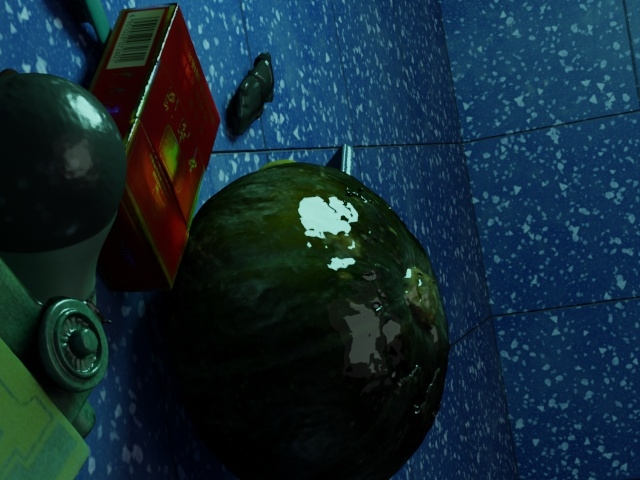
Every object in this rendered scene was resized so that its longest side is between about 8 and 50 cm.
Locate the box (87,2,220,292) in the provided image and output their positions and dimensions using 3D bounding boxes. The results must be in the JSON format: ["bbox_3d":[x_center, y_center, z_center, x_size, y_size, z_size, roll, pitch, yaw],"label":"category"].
[{"bbox_3d":[-0.213,-0.116,1.461,0.197,0.089,0.313,74,20,-44],"label":"box"}]

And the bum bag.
[{"bbox_3d":[-0.109,-0.236,1.900,0.198,0.049,0.087,-64,164,-59],"label":"bum bag"}]

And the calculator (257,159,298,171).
[{"bbox_3d":[-0.045,-0.006,1.819,0.032,0.146,0.235,-16,97,-63],"label":"calculator"}]

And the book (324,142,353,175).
[{"bbox_3d":[0.000,0.000,1.942,0.025,0.191,0.269,17,54,-18],"label":"book"}]

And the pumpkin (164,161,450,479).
[{"bbox_3d":[-0.009,0.116,1.577,0.454,0.344,0.454,-14,90,-73],"label":"pumpkin"}]

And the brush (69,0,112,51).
[{"bbox_3d":[-0.279,-0.264,1.470,0.193,0.032,0.043,77,14,-49],"label":"brush"}]

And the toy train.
[{"bbox_3d":[-0.327,0.073,0.986,0.369,0.150,0.237,58,35,-27],"label":"toy train"}]

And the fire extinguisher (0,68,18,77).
[{"bbox_3d":[-0.341,-0.141,1.246,0.100,0.032,0.046,-66,176,-57],"label":"fire extinguisher"}]

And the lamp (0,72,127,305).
[{"bbox_3d":[-0.270,-0.025,1.201,0.314,0.181,0.182,81,14,-47],"label":"lamp"}]
